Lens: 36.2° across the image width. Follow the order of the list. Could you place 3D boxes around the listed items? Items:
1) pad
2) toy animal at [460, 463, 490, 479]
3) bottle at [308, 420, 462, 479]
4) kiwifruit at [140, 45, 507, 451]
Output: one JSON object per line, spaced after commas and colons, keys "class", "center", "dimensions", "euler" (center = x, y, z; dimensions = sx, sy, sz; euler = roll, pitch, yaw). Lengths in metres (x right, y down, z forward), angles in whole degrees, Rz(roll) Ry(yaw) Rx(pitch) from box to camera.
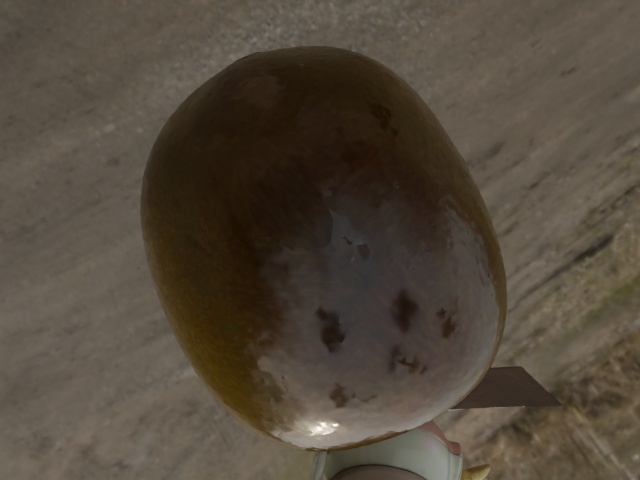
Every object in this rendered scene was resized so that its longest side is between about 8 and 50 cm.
{"class": "pad", "center": [0.091, 0.124, 0.809], "dimensions": [0.188, 0.006, 0.113], "euler": [-2, -172, -5]}
{"class": "toy animal", "center": [0.137, 0.291, 1.115], "dimensions": [0.159, 0.070, 0.083], "euler": [-22, 149, -46]}
{"class": "bottle", "center": [0.052, 0.241, 0.836], "dimensions": [0.147, 0.236, 0.147], "euler": [6, 135, 6]}
{"class": "kiwifruit", "center": [0.000, 0.000, 0.569], "dimensions": [0.196, 0.234, 0.196], "euler": [-19, 177, -1]}
